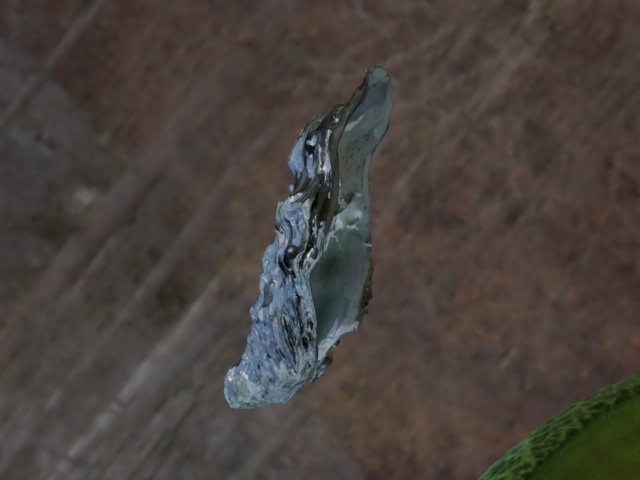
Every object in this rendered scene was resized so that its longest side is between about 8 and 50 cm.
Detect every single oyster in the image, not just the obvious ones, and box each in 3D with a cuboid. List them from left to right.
[{"bbox_3d":[0.003,0.001,1.346,0.087,0.199,0.252,19,150,6],"label":"oyster"}]

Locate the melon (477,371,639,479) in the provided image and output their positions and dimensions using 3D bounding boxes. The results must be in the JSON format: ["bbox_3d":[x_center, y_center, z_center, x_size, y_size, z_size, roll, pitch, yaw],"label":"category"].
[{"bbox_3d":[0.161,0.195,0.896,0.343,0.331,0.226,19,-151,-32],"label":"melon"}]
